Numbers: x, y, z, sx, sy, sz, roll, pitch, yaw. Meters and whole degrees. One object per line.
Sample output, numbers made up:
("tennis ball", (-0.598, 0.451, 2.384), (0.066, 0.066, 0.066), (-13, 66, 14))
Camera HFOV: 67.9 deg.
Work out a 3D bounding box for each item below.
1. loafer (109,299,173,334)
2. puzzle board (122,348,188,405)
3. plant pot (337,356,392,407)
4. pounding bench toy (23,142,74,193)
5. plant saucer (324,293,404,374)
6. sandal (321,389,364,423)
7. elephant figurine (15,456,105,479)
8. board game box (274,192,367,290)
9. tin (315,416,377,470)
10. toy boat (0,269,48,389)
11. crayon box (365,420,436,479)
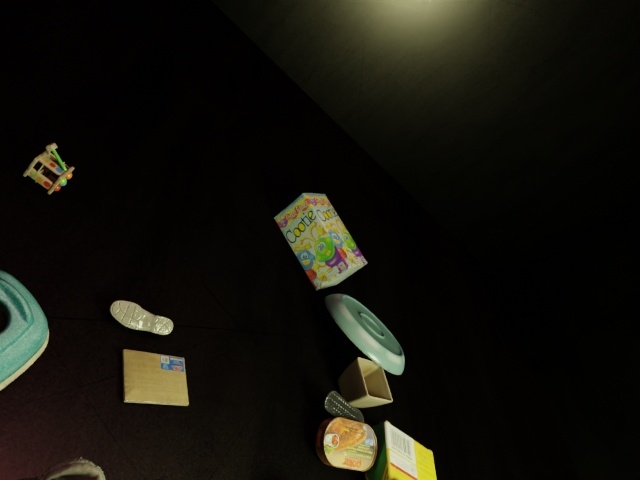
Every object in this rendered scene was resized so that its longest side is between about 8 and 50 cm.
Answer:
("loafer", (-0.346, 0.150, 0.908), (0.125, 0.039, 0.045), (31, 66, -32))
("puzzle board", (-0.302, 0.253, 0.871), (0.128, 0.011, 0.096), (25, 36, -44))
("plant pot", (0.111, 0.391, 1.271), (0.109, 0.096, 0.109), (27, 35, -41))
("pounding bench toy", (-0.518, -0.142, 0.926), (0.065, 0.083, 0.052), (42, 28, -20))
("plant saucer", (0.143, 0.266, 1.426), (0.318, 0.043, 0.317), (42, 9, -8))
("sandal", (0.052, 0.428, 1.176), (0.179, 0.040, 0.067), (54, 55, -27))
("elephant figurine", (-0.330, 0.349, 0.568), (0.239, 0.169, 0.186), (47, -7, 26))
("board game box", (0.000, 0.000, 1.524), (0.275, 0.144, 0.142), (59, 27, 14))
("tin", (0.062, 0.479, 1.117), (0.190, 0.040, 0.106), (31, 51, -37))
("toy boat", (-0.516, 0.073, 0.593), (0.318, 0.148, 0.267), (50, 26, -5))
("crayon box", (0.202, 0.630, 1.141), (0.202, 0.081, 0.318), (40, 28, -23))
